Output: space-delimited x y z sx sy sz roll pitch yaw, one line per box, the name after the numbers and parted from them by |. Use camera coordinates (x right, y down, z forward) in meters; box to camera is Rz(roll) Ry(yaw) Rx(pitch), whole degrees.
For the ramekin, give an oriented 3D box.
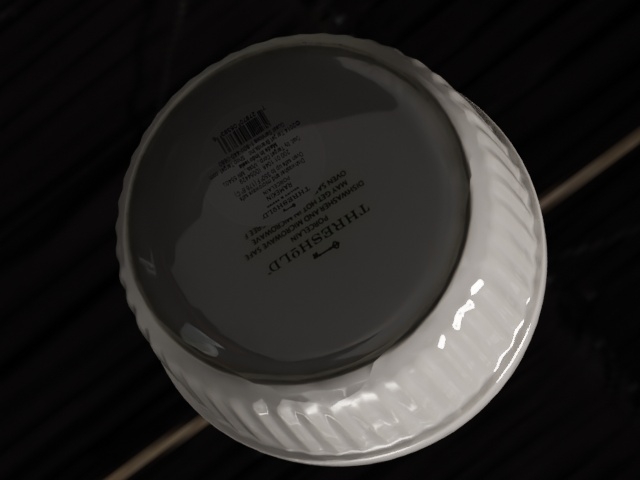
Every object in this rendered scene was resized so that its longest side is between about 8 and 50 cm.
0.000 0.000 0.835 0.207 0.207 0.109 56 3 20 | ramekin
